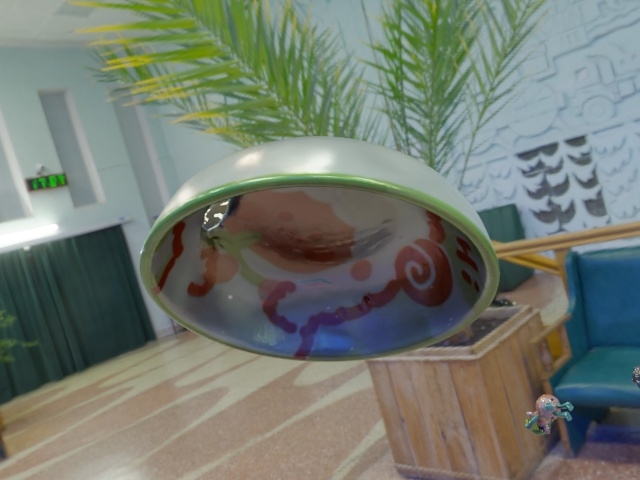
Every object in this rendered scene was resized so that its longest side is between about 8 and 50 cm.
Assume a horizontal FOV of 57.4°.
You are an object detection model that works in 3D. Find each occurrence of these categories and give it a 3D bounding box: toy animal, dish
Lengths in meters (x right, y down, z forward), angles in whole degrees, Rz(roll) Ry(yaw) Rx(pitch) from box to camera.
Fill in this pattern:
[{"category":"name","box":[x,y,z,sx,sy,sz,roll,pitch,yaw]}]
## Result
[{"category":"toy animal","box":[0.641,0.504,1.673,0.103,0.100,0.208,-32,-21,-18]},{"category":"dish","box":[0.000,0.000,0.572,0.325,0.124,0.324,1,-35,1]}]

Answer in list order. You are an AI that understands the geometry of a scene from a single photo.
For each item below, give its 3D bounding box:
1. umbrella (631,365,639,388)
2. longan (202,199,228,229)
[{"category":"umbrella","box":[0.881,0.377,1.412,0.071,0.070,0.248,-19,30,-37]},{"category":"longan","box":[-0.084,-0.007,0.864,0.187,0.167,0.167,6,3,-1]}]
